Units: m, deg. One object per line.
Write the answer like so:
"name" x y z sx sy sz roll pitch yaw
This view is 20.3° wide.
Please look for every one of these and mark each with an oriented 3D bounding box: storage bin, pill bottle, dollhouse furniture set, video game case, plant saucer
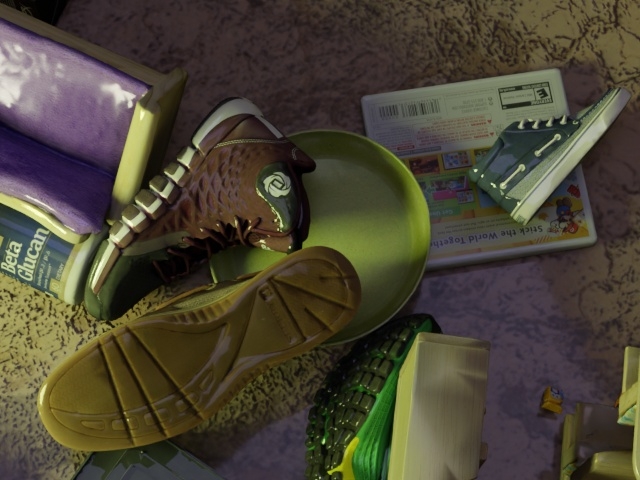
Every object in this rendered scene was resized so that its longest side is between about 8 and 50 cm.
"storage bin" -0.160 0.276 1.809 0.180 0.084 0.122 33 75 10
"pill bottle" -0.313 -0.005 1.891 0.169 0.094 0.094 24 74 7
"dollhouse furniture set" 0.262 0.251 1.664 0.394 0.362 0.256 8 72 -2
"video game case" 0.171 -0.076 1.956 0.227 0.026 0.206 -8 72 -4
"plant saucer" 0.000 0.000 1.909 0.241 0.037 0.241 -2 73 8

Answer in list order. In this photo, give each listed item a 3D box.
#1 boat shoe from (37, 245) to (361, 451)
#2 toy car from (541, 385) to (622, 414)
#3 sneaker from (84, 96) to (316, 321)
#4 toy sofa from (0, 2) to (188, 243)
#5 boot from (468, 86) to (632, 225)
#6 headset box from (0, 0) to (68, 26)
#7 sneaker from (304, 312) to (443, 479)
"boat shoe" -0.124 0.107 1.807 0.342 0.123 0.123 -29 95 -9
"toy car" 0.296 0.155 1.870 0.122 0.060 0.040 11 41 -4
"sneaker" -0.109 -0.003 1.853 0.162 0.106 0.281 35 83 15
"toy sofa" -0.338 -0.153 1.871 0.362 0.150 0.177 25 30 7
"boot" 0.247 -0.112 1.917 0.086 0.069 0.190 41 78 8
"headset box" -0.392 -0.391 2.004 0.293 0.110 0.218 24 73 7
"sneaker" 0.061 0.233 1.821 0.146 0.134 0.343 29 66 -23
